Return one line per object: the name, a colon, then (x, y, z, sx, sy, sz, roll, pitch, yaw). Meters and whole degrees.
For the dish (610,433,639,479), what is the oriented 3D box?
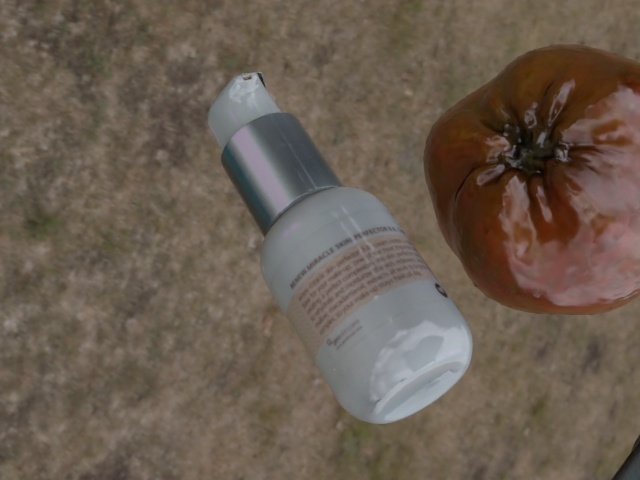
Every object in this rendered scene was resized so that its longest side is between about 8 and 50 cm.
dish: (0.167, 0.048, 0.380, 0.243, 0.080, 0.182, -50, 160, -5)

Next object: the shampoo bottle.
shampoo bottle: (0.000, 0.000, 0.579, 0.074, 0.192, 0.074, -27, 153, -15)

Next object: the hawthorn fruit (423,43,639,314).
hawthorn fruit: (0.157, -0.037, 0.736, 0.189, 0.189, 0.189, -25, 124, -42)
